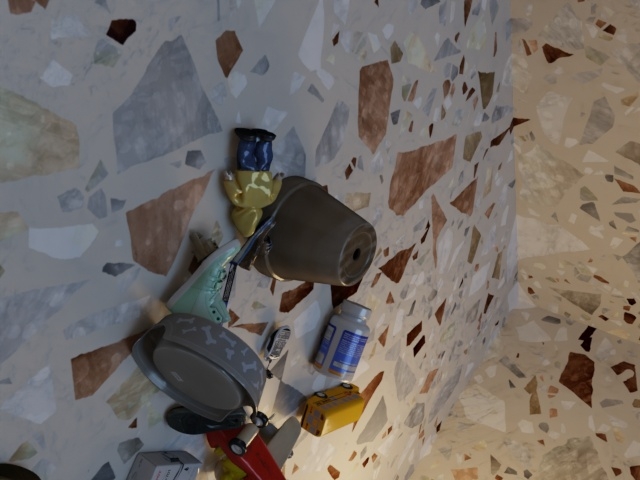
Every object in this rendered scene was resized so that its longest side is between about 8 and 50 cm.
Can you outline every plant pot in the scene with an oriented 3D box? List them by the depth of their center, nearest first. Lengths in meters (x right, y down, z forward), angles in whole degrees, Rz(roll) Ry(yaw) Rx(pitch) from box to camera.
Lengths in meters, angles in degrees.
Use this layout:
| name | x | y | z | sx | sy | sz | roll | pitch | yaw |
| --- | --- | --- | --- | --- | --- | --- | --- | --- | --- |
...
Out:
| name | x | y | z | sx | sy | sz | roll | pitch | yaw |
| --- | --- | --- | --- | --- | --- | --- | --- | --- | --- |
| plant pot | 0.000 | 0.000 | 1.854 | 0.323 | 0.280 | 0.323 | -33 | 133 | -43 |

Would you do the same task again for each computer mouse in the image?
| name | x | y | z | sx | sy | sz | roll | pitch | yaw |
| --- | --- | --- | --- | --- | --- | --- | --- | --- | --- |
| computer mouse | -0.156 | 0.353 | 2.041 | 0.106 | 0.042 | 0.193 | 24 | 93 | -52 |

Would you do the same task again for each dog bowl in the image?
| name | x | y | z | sx | sy | sz | roll | pitch | yaw |
| --- | --- | --- | --- | --- | --- | --- | --- | --- | --- |
| dog bowl | -0.290 | 0.315 | 1.576 | 0.102 | 0.349 | 0.349 | -59 | 147 | -38 |

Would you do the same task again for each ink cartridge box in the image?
| name | x | y | z | sx | sy | sz | roll | pitch | yaw |
| --- | --- | --- | --- | --- | --- | --- | --- | --- | --- |
| ink cartridge box | -0.296 | 0.153 | 1.727 | 0.097 | 0.046 | 0.207 | 2 | 106 | -54 |
| ink cartridge box | -0.441 | 0.670 | 1.770 | 0.191 | 0.082 | 0.139 | 27 | 85 | -58 |

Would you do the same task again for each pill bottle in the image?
| name | x | y | z | sx | sy | sz | roll | pitch | yaw |
| --- | --- | --- | --- | --- | --- | --- | --- | --- | --- |
| pill bottle | 0.088 | 0.358 | 2.285 | 0.152 | 0.152 | 0.272 | 21 | 90 | -57 |

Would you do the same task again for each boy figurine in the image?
| name | x | y | z | sx | sy | sz | roll | pitch | yaw |
| --- | --- | --- | --- | --- | --- | --- | --- | --- | --- |
| boy figurine | -0.176 | -0.150 | 1.680 | 0.177 | 0.092 | 0.285 | -9 | 117 | -32 |

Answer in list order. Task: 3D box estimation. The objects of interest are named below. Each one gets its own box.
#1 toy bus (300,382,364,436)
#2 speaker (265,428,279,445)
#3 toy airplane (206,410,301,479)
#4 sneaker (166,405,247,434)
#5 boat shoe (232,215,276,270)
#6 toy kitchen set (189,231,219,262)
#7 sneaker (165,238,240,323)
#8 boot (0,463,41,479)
| name | x | y | z | sx | sy | sz | roll | pitch | yaw |
| --- | --- | --- | --- | --- | --- | --- | --- | --- | --- |
| toy bus | 0.057 | 0.637 | 2.411 | 0.333 | 0.130 | 0.108 | 0 | 107 | -55 |
| speaker | -0.174 | 0.696 | 2.185 | 0.136 | 0.055 | 0.055 | -13 | 118 | -52 |
| toy airplane | -0.210 | 0.722 | 1.958 | 0.386 | 0.272 | 0.384 | 20 | 59 | -43 |
| sneaker | -0.336 | 0.485 | 1.829 | 0.227 | 0.130 | 0.087 | 1 | 114 | -26 |
| boat shoe | -0.167 | 0.009 | 1.747 | 0.183 | 0.066 | 0.066 | -49 | -170 | 28 |
| toy kitchen set | -0.290 | 0.001 | 1.639 | 0.075 | 0.083 | 0.068 | -30 | 89 | -44 |
| sneaker | -0.255 | 0.124 | 1.614 | 0.256 | 0.151 | 0.094 | -48 | 178 | 6 |
| boot | -0.712 | 0.562 | 1.333 | 0.213 | 0.077 | 0.165 | 23 | 87 | -51 |
